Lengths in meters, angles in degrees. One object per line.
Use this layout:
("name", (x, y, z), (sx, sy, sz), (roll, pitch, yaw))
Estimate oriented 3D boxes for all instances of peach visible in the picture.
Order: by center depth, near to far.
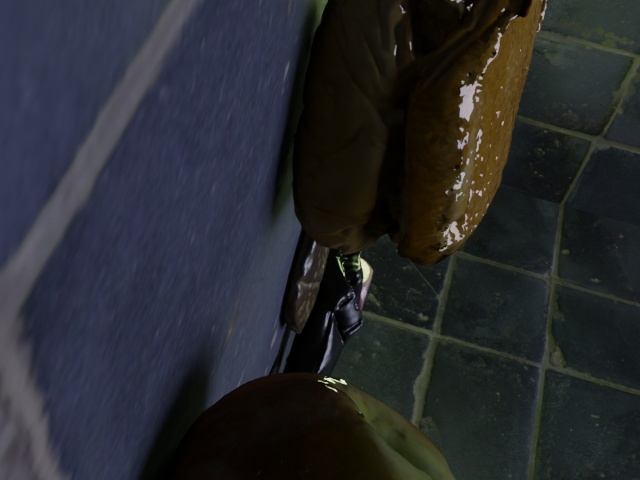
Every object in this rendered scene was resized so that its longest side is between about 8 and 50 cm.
("peach", (-0.020, 0.205, 0.498), (0.235, 0.214, 0.214), (-56, 176, -1))

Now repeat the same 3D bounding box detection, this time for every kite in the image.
("kite", (-0.070, 0.215, 1.081), (0.183, 0.010, 0.160), (98, 9, -66))

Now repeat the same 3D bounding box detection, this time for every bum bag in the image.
("bum bag", (-0.002, 0.157, 1.139), (0.142, 0.080, 0.326), (-175, -77, -73))

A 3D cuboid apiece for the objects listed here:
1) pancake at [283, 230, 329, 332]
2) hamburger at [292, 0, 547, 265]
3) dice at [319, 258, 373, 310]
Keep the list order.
("pancake", (0.001, 0.000, 1.039), (0.250, 0.031, 0.250), (17, 90, -86))
("hamburger", (0.092, -0.134, 0.670), (0.318, 0.158, 0.318), (22, 90, -78))
("dice", (0.037, 0.082, 1.446), (0.091, 0.094, 0.093), (-71, 176, -52))
